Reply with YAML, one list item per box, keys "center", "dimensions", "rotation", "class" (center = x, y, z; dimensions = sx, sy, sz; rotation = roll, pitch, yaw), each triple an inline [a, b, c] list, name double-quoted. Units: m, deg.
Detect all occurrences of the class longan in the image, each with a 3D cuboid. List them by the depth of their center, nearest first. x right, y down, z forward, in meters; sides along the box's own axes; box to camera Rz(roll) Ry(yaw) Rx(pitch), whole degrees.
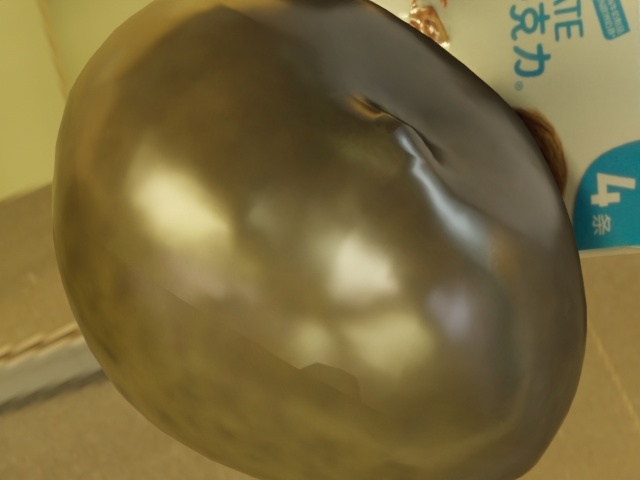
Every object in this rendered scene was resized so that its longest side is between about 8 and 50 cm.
- center: [0.000, 0.000, 0.966]
  dimensions: [0.288, 0.288, 0.350]
  rotation: [-40, 60, -23]
  class: "longan"

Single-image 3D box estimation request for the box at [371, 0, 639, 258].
- center: [0.105, -0.116, 1.139]
  dimensions: [0.265, 0.048, 0.273]
  rotation: [-7, 82, 35]
  class: "box"
